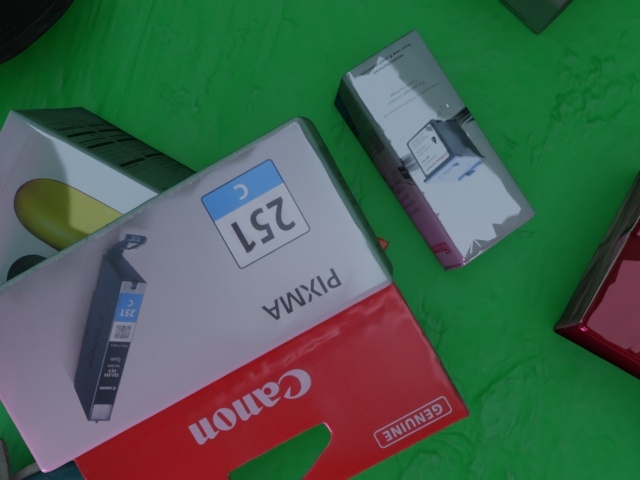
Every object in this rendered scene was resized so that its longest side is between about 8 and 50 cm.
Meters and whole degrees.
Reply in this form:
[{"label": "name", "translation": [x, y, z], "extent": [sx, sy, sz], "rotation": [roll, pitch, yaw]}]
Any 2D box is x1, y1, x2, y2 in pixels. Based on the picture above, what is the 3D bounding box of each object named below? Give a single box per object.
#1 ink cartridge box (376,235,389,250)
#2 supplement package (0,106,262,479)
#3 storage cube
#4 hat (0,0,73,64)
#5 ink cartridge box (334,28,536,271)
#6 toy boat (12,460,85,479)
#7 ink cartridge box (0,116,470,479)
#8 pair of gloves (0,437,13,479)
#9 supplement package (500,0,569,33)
[{"label": "ink cartridge box", "translation": [0.000, 0.000, 1.144], "extent": [0.115, 0.029, 0.063], "rotation": [28, 88, 2]}, {"label": "supplement package", "translation": [-0.162, 0.035, 1.043], "extent": [0.262, 0.198, 0.199], "rotation": [29, 98, 1]}, {"label": "storage cube", "translation": [0.336, 0.045, 1.058], "extent": [0.193, 0.215, 0.184], "rotation": [29, 88, 7]}, {"label": "hat", "translation": [-0.356, -0.256, 1.095], "extent": [0.331, 0.134, 0.331], "rotation": [5, 66, -12]}, {"label": "ink cartridge box", "translation": [0.097, -0.075, 1.093], "extent": [0.082, 0.139, 0.191], "rotation": [-34, 89, -4]}, {"label": "toy boat", "translation": [-0.175, 0.331, 1.068], "extent": [0.318, 0.148, 0.267], "rotation": [20, 87, 1]}, {"label": "ink cartridge box", "translation": [-0.076, 0.091, 0.910], "extent": [0.296, 0.066, 0.261], "rotation": [-29, 93, 7]}, {"label": "pair of gloves", "translation": [-0.381, 0.179, 1.098], "extent": [0.204, 0.042, 0.240], "rotation": [-25, 65, 3]}, {"label": "supplement package", "translation": [0.203, -0.291, 1.052], "extent": [0.139, 0.244, 0.134], "rotation": [43, 88, 1]}]
